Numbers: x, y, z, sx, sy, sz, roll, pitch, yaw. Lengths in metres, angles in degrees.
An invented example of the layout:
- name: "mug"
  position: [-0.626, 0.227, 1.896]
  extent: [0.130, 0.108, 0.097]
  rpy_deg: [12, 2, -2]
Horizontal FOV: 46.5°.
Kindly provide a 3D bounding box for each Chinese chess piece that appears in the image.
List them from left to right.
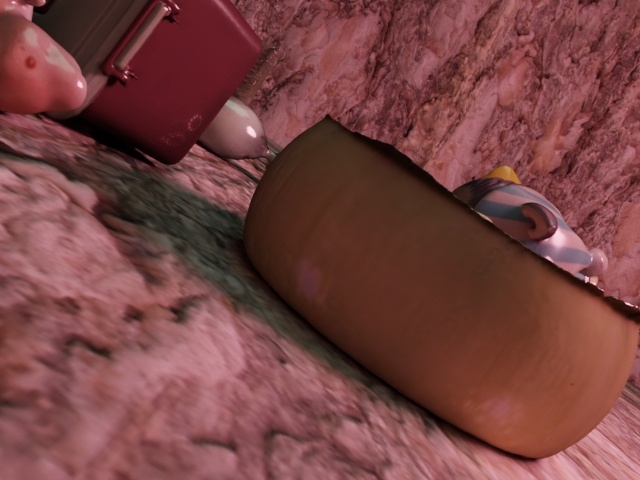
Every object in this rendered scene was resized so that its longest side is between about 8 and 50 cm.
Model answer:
- name: "Chinese chess piece"
  position: [0.098, 0.031, 0.629]
  extent: [0.338, 0.141, 0.338]
  rpy_deg: [32, 6, -4]

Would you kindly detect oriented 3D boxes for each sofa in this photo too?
- name: "sofa"
  position: [-0.153, -0.281, 1.368]
  extent: [0.176, 0.210, 0.225]
  rpy_deg: [34, 5, 19]

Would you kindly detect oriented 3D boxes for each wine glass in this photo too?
- name: "wine glass"
  position: [-0.134, -0.167, 1.136]
  extent: [0.202, 0.093, 0.093]
  rpy_deg: [33, 7, -10]

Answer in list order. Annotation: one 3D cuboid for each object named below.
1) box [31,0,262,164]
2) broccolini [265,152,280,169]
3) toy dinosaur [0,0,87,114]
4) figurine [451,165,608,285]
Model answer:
- name: "box"
  position: [-0.208, -0.210, 0.707]
  extent: [0.294, 0.193, 0.167]
  rpy_deg: [38, -1, 32]
- name: "broccolini"
  position: [0.049, -0.081, 1.464]
  extent: [0.078, 0.074, 0.392]
  rpy_deg: [31, 1, 44]
- name: "toy dinosaur"
  position: [-0.263, -0.174, 0.548]
  extent: [0.194, 0.152, 0.177]
  rpy_deg: [19, 56, -25]
- name: "figurine"
  position: [0.366, 0.065, 1.331]
  extent: [0.361, 0.266, 0.378]
  rpy_deg: [35, 14, -10]
